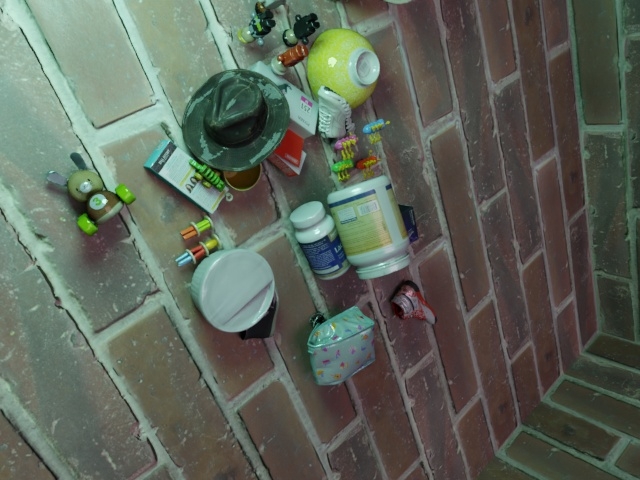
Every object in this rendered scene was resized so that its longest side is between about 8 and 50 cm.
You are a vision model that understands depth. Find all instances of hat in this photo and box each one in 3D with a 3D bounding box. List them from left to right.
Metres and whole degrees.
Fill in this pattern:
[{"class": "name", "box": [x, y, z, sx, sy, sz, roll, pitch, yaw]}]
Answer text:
[{"class": "hat", "box": [-0.247, -0.369, 1.519, 0.332, 0.134, 0.331, 1, 81, -4]}]

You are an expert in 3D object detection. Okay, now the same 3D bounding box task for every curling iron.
[{"class": "curling iron", "box": [0.062, 0.345, 2.089, 0.274, 0.035, 0.068, 29, 82, -39]}]

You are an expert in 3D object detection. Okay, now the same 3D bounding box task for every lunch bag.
[{"class": "lunch bag", "box": [0.069, 0.410, 2.003, 0.262, 0.160, 0.223, -24, 128, -24]}]

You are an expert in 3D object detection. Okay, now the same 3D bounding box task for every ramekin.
[{"class": "ramekin", "box": [-0.292, 0.152, 1.705, 0.273, 0.127, 0.272, -9, 105, -37]}]

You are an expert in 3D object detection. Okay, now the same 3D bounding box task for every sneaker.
[{"class": "sneaker", "box": [-0.215, 0.241, 1.815, 0.118, 0.083, 0.221, -5, 104, -37]}, {"class": "sneaker", "box": [0.040, -0.418, 1.802, 0.118, 0.110, 0.292, -47, 157, -4]}, {"class": "sneaker", "box": [0.407, 0.314, 2.326, 0.145, 0.090, 0.270, -46, 121, -20]}]

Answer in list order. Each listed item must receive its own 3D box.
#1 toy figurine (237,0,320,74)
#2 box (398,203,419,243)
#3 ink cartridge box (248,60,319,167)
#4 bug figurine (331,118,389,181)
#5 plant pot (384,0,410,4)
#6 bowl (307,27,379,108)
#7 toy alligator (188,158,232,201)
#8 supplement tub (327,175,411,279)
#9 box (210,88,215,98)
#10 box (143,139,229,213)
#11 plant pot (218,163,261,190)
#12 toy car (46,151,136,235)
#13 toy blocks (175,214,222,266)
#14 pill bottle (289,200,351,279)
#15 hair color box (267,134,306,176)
[{"class": "toy figurine", "box": [-0.129, -0.648, 1.627, 0.210, 0.148, 0.212, 33, 60, -32]}, {"class": "box", "box": [0.284, -0.041, 2.134, 0.207, 0.108, 0.153, -30, 116, -30]}, {"class": "ink cartridge box", "box": [-0.131, -0.403, 1.705, 0.275, 0.060, 0.238, 27, 60, -39]}, {"class": "bug figurine", "box": [0.143, -0.331, 1.928, 0.216, 0.072, 0.279, -22, 151, -19]}, {"class": "plant pot", "box": [0.136, -0.914, 1.693, 0.334, 0.306, 0.333, -9, 105, -36]}, {"class": "bowl", "box": [0.114, -0.600, 1.844, 0.290, 0.156, 0.289, -10, 105, -37]}, {"class": "toy alligator", "box": [-0.317, -0.179, 1.580, 0.189, 0.051, 0.056, 45, 71, -36]}, {"class": "supplement tub", "box": [0.174, -0.044, 1.819, 0.228, 0.228, 0.316, -22, 96, -33]}, {"class": "box", "box": [-0.281, -0.364, 1.668, 0.201, 0.021, 0.164, 15, 90, -39]}, {"class": "box", "box": [-0.400, -0.188, 1.586, 0.244, 0.060, 0.100, 41, 73, -37]}, {"class": "plant pot", "box": [-0.268, -0.229, 1.660, 0.134, 0.095, 0.134, -10, 106, -36]}, {"class": "toy car", "box": [-0.614, -0.135, 1.387, 0.155, 0.149, 0.188, -43, 112, -11]}, {"class": "toy blocks", "box": [-0.395, 0.006, 1.638, 0.148, 0.054, 0.123, -33, 119, -28]}, {"class": "pill bottle", "box": [0.000, 0.000, 1.887, 0.153, 0.153, 0.264, -42, 123, -24]}, {"class": "hair color box", "box": [-0.130, -0.299, 1.768, 0.167, 0.053, 0.093, 39, 57, -38]}]
